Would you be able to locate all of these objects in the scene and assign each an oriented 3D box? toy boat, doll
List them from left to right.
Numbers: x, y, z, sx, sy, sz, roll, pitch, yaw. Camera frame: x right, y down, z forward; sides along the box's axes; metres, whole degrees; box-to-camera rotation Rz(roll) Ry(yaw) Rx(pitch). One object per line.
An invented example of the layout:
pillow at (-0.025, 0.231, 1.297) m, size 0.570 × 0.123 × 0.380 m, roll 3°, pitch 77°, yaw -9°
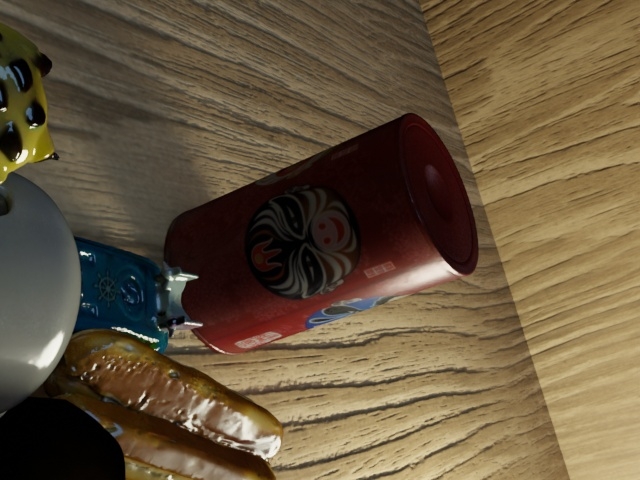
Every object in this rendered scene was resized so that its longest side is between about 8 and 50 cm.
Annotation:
doll at (-0.258, -0.163, 0.570) m, size 0.117 × 0.086 × 0.291 m, roll -43°, pitch 120°, yaw -36°
toy boat at (-0.239, 0.044, 0.908) m, size 0.299 × 0.092 × 0.134 m, roll 19°, pitch 58°, yaw -58°

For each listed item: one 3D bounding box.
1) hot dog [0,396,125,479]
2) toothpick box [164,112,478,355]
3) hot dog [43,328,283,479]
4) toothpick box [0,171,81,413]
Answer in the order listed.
hot dog at (-0.219, 0.290, 0.656) m, size 0.326 × 0.194 × 0.107 m, roll -58°, pitch 155°, yaw -34°
toothpick box at (0.000, 0.000, 1.119) m, size 0.204 × 0.333 × 0.204 m, roll 41°, pitch 38°, yaw -43°
hot dog at (-0.153, 0.198, 0.947) m, size 0.337 × 0.100 × 0.135 m, roll 36°, pitch 49°, yaw -46°
toothpick box at (-0.313, 0.040, 0.645) m, size 0.316 × 0.229 × 0.229 m, roll 20°, pitch 54°, yaw -59°
